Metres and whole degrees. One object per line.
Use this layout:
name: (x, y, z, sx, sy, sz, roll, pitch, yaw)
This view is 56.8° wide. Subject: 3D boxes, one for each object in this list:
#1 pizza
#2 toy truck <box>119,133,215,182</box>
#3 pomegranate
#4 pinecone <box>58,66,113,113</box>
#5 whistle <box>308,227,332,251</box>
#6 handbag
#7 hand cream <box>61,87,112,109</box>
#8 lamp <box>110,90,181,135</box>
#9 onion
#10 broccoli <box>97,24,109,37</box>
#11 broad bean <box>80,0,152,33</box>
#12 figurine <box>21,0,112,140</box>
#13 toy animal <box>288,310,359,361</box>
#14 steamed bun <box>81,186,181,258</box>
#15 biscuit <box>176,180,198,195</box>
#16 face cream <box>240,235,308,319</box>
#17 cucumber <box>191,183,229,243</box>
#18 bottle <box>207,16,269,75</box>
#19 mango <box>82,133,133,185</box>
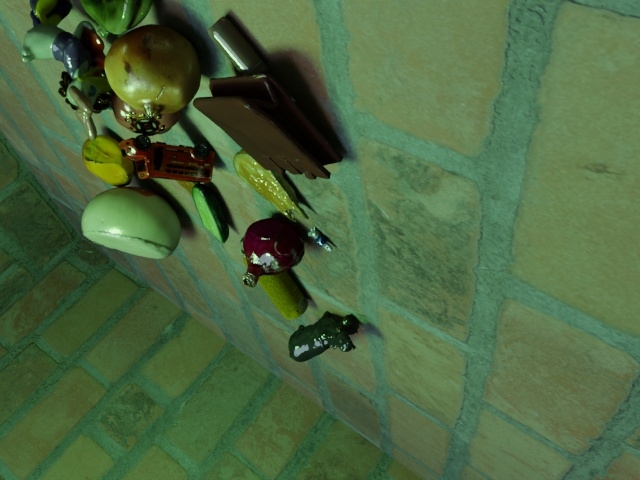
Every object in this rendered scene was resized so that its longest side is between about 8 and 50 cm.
pizza: (-0.126, -0.147, 1.571, 0.262, 0.034, 0.181, 43, 156, -2)
toy truck: (-0.430, -0.224, 1.657, 0.252, 0.114, 0.107, 2, 180, -34)
pomegranate: (-0.376, -0.385, 1.342, 0.209, 0.209, 0.209, 33, 155, 18)
pinecone: (-0.677, -0.454, 1.742, 0.173, 0.174, 0.174, 33, 155, 18)
whistle: (0.000, 0.000, 1.634, 0.083, 0.029, 0.033, 45, 124, 3)
handbag: (-0.117, -0.239, 1.280, 0.275, 0.084, 0.260, 41, 163, -35)
hand cream: (-0.789, -0.492, 1.983, 0.224, 0.048, 0.083, 21, 150, 26)
lamp: (-0.462, -0.364, 1.574, 0.181, 0.140, 0.182, -6, 155, -3)
onion: (-0.160, 0.034, 1.700, 0.195, 0.218, 0.140, 19, 146, 38)
broccoli: (-0.517, -0.539, 1.433, 0.096, 0.092, 0.095, 32, 180, -17)
broad bean: (-0.456, -0.539, 1.309, 0.206, 0.153, 0.072, 19, -168, 34)
figurine: (-0.646, -0.468, 1.513, 0.421, 0.193, 0.154, 52, 156, 12)
toy animal: (0.017, 0.316, 1.986, 0.106, 0.168, 0.343, 49, 141, -12)
steamed bun: (-0.711, -0.080, 2.264, 0.373, 0.242, 0.374, 12, 170, 2)
biscuit: (-0.446, -0.198, 1.974, 0.118, 0.023, 0.140, 16, 146, 44)
face cream: (-0.163, 0.116, 1.982, 0.104, 0.105, 0.349, 13, 144, 47)
cucumber: (-0.359, -0.104, 1.954, 0.115, 0.063, 0.244, 37, 156, 25)
bottle: (-0.166, -0.385, 1.207, 0.140, 0.053, 0.053, 48, 155, -15)
mango: (-0.779, -0.285, 2.197, 0.187, 0.138, 0.257, 22, 162, -6)
